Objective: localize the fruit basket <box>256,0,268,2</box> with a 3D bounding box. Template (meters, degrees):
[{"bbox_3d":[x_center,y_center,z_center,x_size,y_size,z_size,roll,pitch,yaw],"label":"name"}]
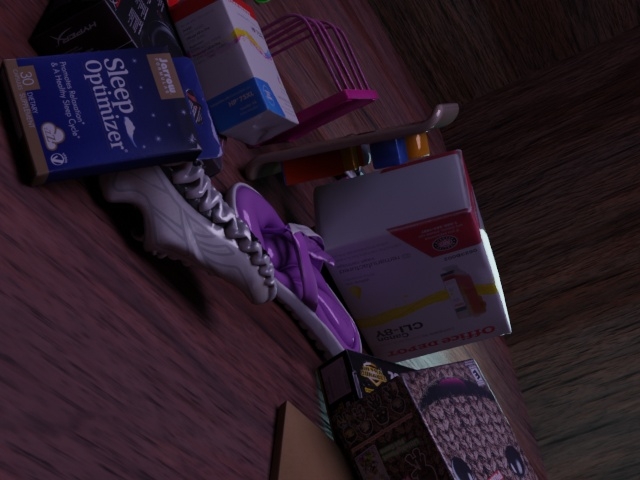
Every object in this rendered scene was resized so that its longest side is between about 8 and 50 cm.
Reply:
[{"bbox_3d":[-0.037,-0.667,2.100,0.283,0.392,0.392,44,27,-54],"label":"fruit basket"}]

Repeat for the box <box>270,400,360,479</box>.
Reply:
[{"bbox_3d":[-0.005,0.333,1.361,0.164,0.021,0.201,45,25,-22],"label":"box"}]

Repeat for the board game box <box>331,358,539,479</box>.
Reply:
[{"bbox_3d":[0.189,0.342,1.474,0.232,0.141,0.291,-1,59,-55],"label":"board game box"}]

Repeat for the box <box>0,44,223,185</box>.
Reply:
[{"bbox_3d":[-0.220,-0.142,1.096,0.225,0.036,0.136,-12,74,-31],"label":"box"}]

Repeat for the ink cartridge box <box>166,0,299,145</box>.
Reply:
[{"bbox_3d":[-0.122,-0.252,1.346,0.231,0.078,0.134,68,14,8],"label":"ink cartridge box"}]

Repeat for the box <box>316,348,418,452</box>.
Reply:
[{"bbox_3d":[0.154,0.334,1.651,0.322,0.079,0.257,21,41,-42],"label":"box"}]

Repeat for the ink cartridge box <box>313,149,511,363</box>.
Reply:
[{"bbox_3d":[0.179,0.045,1.872,0.385,0.279,0.160,62,16,-46],"label":"ink cartridge box"}]

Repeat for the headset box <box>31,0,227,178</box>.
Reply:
[{"bbox_3d":[-0.223,-0.210,1.305,0.293,0.110,0.218,57,18,-32],"label":"headset box"}]

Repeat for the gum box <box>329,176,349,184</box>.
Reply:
[{"bbox_3d":[0.079,-0.041,2.158,0.188,0.062,0.107,45,27,-54],"label":"gum box"}]

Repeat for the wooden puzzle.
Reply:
[{"bbox_3d":[0.071,-0.159,1.777,0.322,0.347,0.081,-30,105,-75],"label":"wooden puzzle"}]

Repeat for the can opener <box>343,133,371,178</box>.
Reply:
[{"bbox_3d":[0.100,-0.146,2.349,0.280,0.093,0.074,51,20,-57],"label":"can opener"}]

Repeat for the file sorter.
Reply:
[{"bbox_3d":[-0.043,-0.301,1.872,0.182,0.202,0.290,65,16,-2],"label":"file sorter"}]

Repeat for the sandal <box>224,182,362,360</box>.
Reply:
[{"bbox_3d":[-0.020,0.044,1.634,0.416,0.102,0.169,53,20,-39],"label":"sandal"}]

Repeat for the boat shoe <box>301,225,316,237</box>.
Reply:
[{"bbox_3d":[-0.001,-0.002,1.864,0.153,0.048,0.056,21,47,-68],"label":"boat shoe"}]

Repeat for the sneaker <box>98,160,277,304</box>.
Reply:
[{"bbox_3d":[-0.159,-0.014,1.236,0.292,0.118,0.110,53,-8,-33],"label":"sneaker"}]
